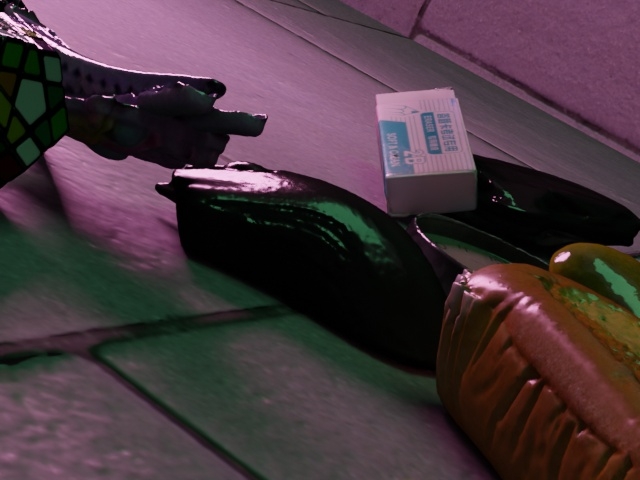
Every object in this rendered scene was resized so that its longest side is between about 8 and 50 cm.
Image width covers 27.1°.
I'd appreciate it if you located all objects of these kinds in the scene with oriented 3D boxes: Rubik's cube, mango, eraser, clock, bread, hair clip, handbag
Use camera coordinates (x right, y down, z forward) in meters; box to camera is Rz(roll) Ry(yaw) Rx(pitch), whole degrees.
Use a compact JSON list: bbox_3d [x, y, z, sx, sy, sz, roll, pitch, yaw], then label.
[{"bbox_3d":[-0.223,-0.087,0.830,0.133,0.133,0.112,18,43,-29],"label":"Rubik's cube"},{"bbox_3d":[0.267,0.079,1.074,0.122,0.085,0.191,-3,56,-35],"label":"mango"},{"bbox_3d":[0.110,-0.099,1.430,0.096,0.052,0.225,-5,28,2],"label":"eraser"},{"bbox_3d":[0.168,0.042,1.198,0.215,0.042,0.215,24,14,-7],"label":"clock"},{"bbox_3d":[0.180,0.123,0.789,0.153,0.119,0.288,14,18,-27],"label":"bread"},{"bbox_3d":[-0.152,-0.095,0.944,0.278,0.090,0.137,26,0,44],"label":"hair clip"},{"bbox_3d":[0.237,-0.049,1.565,0.192,0.075,0.332,31,18,37],"label":"handbag"}]

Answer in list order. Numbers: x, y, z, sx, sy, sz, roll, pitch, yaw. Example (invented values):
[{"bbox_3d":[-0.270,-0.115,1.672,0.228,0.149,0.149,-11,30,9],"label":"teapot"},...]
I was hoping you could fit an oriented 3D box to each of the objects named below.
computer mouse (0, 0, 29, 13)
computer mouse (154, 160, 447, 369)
[{"bbox_3d":[-0.350,-0.226,1.168,0.242,0.077,0.146,31,15,4],"label":"computer mouse"},{"bbox_3d":[0.000,0.000,0.983,0.264,0.088,0.147,25,12,4],"label":"computer mouse"}]
